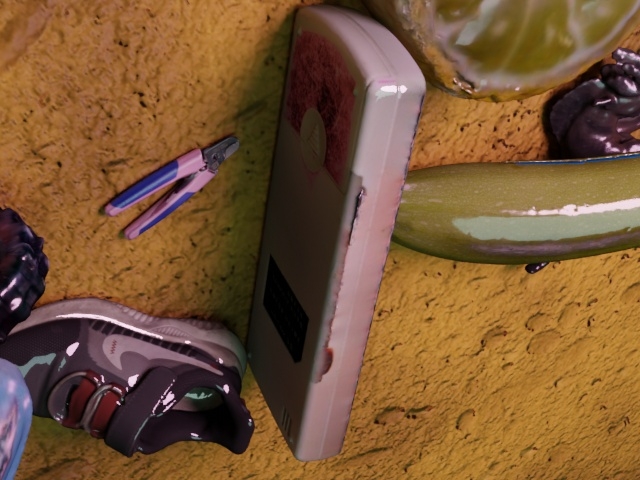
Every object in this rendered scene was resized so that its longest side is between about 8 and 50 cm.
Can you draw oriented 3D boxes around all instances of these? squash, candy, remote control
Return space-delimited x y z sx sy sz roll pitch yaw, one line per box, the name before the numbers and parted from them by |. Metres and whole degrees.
squash | 0.168 -0.024 0.815 0.341 0.094 0.094 -4 127 -4
candy | 0.145 -0.221 0.674 0.260 0.118 0.260 -18 135 -18
remote control | 0.001 0.000 0.726 0.050 0.145 0.344 -4 126 -23

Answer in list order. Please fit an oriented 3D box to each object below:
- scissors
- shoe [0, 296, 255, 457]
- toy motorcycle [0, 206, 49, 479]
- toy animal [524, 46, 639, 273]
scissors | -0.108 -0.043 0.717 0.113 0.012 0.039 -35 134 -4
shoe | -0.146 0.117 0.746 0.227 0.112 0.099 8 120 -37
toy motorcycle | -0.336 0.133 0.562 0.416 0.232 0.172 -31 136 -7
toy animal | 0.264 -0.070 0.890 0.148 0.084 0.233 6 127 -14
